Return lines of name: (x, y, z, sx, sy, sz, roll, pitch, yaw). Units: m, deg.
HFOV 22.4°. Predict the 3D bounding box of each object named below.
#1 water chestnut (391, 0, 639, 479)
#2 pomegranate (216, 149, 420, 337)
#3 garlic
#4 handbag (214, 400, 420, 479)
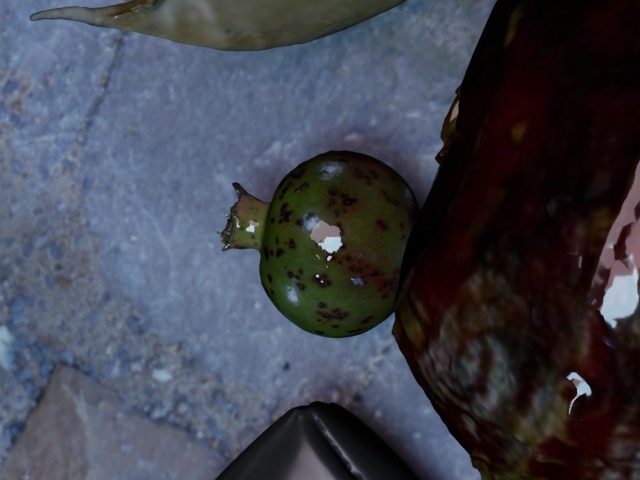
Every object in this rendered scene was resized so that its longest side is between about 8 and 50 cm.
water chestnut: (0.205, 0.000, 0.876, 0.302, 0.350, 0.350, 15, 93, 6)
pomegranate: (0.007, 0.002, 1.075, 0.130, 0.130, 0.130, -2, 86, 23)
garlic: (-0.014, -0.230, 1.069, 0.338, 0.196, 0.151, -37, 58, 19)
handbag: (-0.012, 0.281, 1.074, 0.257, 0.113, 0.285, 44, 96, 13)
